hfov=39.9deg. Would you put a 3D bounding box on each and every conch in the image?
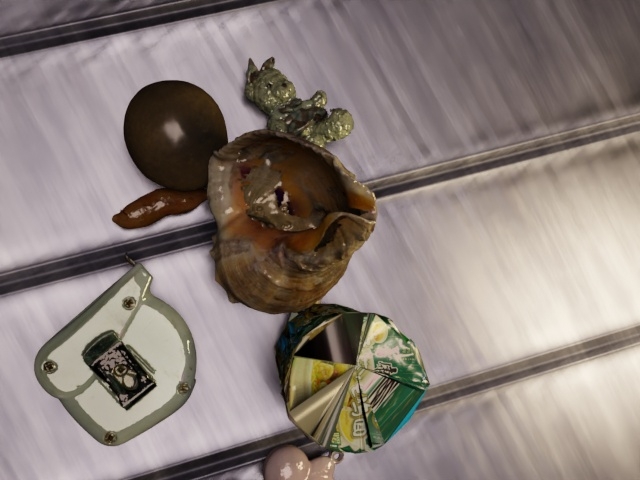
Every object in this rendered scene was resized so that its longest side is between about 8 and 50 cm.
[{"bbox_3d":[-0.037,-0.046,1.400,0.352,0.210,0.297,-22,100,33],"label":"conch"}]

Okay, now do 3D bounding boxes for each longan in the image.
[{"bbox_3d":[-0.234,-0.171,1.442,0.167,0.167,0.187,-31,110,-10],"label":"longan"}]

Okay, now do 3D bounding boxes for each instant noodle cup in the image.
[{"bbox_3d":[0.031,0.208,1.444,0.240,0.178,0.240,-2,99,-15],"label":"instant noodle cup"}]

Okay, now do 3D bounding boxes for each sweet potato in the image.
[{"bbox_3d":[-0.256,-0.063,1.486,0.194,0.056,0.056,-16,90,-17],"label":"sweet potato"}]

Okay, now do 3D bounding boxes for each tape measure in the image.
[{"bbox_3d":[-0.317,0.187,1.422,0.243,0.125,0.246,-43,94,-9],"label":"tape measure"}]

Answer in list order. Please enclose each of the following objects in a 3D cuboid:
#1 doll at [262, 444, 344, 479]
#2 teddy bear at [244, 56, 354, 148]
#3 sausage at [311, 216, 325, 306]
[{"bbox_3d":[-0.109,0.460,1.462,0.365,0.094,0.160,-34,94,-9],"label":"doll"},{"bbox_3d":[-0.048,-0.215,1.513,0.133,0.111,0.213,-33,68,-31],"label":"teddy bear"},{"bbox_3d":[0.000,0.000,1.535,0.032,0.033,0.269,8,86,-10],"label":"sausage"}]
